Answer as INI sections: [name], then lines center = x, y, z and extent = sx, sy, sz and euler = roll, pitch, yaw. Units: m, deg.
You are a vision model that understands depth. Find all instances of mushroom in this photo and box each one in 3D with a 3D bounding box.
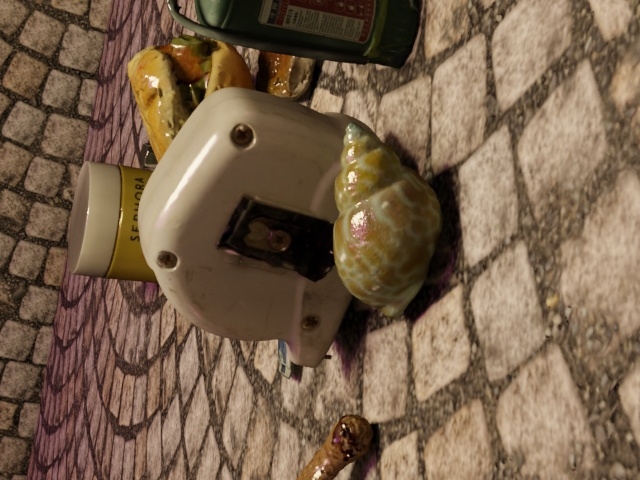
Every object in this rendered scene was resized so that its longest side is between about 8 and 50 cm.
[mushroom]
center = -0.016, 0.269, 1.087
extent = 0.218, 0.148, 0.227
euler = -62, 32, 1

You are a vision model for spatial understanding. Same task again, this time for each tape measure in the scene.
[tape measure]
center = -0.051, -0.011, 1.081
extent = 0.258, 0.265, 0.130
euler = -64, 29, 23

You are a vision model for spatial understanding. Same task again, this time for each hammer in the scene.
[hammer]
center = -0.192, -0.102, 1.696
extent = 0.365, 0.111, 0.044
euler = 33, 116, 60

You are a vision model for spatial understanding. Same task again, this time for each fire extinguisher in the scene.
[fire extinguisher]
center = -0.047, -0.244, 1.064
extent = 0.093, 0.294, 0.118
euler = 162, 113, -66

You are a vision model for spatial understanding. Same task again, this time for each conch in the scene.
[conch]
center = 0.058, -0.005, 0.987
extent = 0.173, 0.105, 0.116
euler = 99, -177, -46

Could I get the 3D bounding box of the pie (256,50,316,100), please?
[pie]
center = -0.042, -0.274, 1.411
extent = 0.195, 0.046, 0.195
euler = -171, 90, -69

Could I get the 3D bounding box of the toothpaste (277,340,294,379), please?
[toothpaste]
center = -0.034, 0.070, 1.287
extent = 0.057, 0.034, 0.197
euler = -168, 82, -75

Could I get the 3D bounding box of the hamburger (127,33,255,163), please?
[hamburger]
center = -0.170, -0.192, 1.452
extent = 0.330, 0.162, 0.209
euler = -119, 13, -56

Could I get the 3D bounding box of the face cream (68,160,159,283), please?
[face cream]
center = -0.371, -0.033, 1.994
extent = 0.218, 0.179, 0.218
euler = -172, 90, -69
